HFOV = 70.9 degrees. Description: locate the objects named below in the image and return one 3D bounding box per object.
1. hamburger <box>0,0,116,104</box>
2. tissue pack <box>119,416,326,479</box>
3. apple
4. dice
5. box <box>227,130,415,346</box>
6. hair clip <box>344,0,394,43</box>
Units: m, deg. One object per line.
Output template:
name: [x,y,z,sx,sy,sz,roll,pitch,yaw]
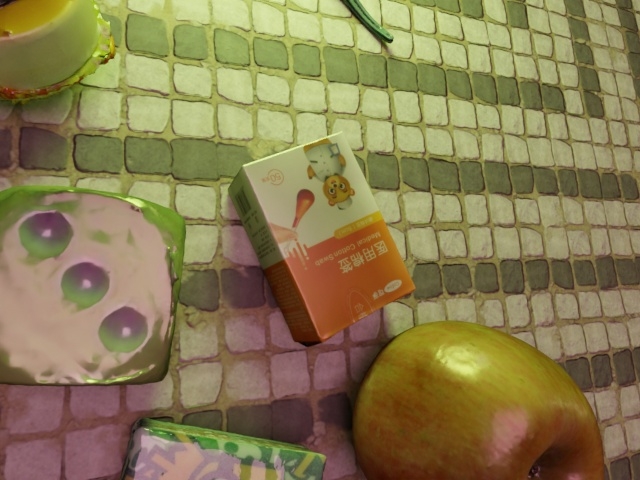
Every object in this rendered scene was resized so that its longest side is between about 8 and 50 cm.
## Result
hamburger: [-0.498,-0.356,0.709,0.294,0.179,0.276,43,64,-5]
tissue pack: [-0.166,0.425,0.702,0.310,0.128,0.228,18,71,-18]
apple: [0.266,0.333,0.780,0.390,0.346,0.392,3,83,-23]
dice: [-0.332,0.073,0.643,0.249,0.254,0.252,7,78,-18]
box: [0.000,0.000,0.854,0.224,0.143,0.342,-24,90,-24]
hair clip: [0.094,-0.558,1.062,0.229,0.070,0.039,47,63,-15]
